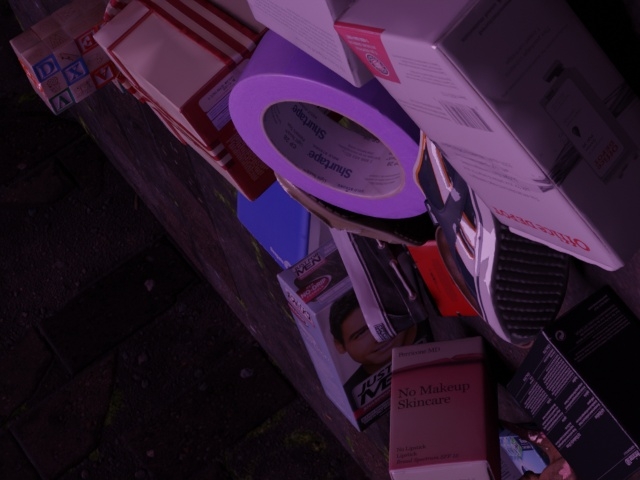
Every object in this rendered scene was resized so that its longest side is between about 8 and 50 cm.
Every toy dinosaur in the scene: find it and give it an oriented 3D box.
[{"bbox_3d":[0.369,0.365,1.835,0.296,0.127,0.200,65,161,7],"label":"toy dinosaur"}]

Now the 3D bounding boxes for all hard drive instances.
[{"bbox_3d":[-0.072,-0.096,2.216,0.210,0.040,0.319,47,150,31],"label":"hard drive"}]

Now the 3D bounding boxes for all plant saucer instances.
[{"bbox_3d":[0.227,0.052,1.710,0.199,0.036,0.198,51,166,18],"label":"plant saucer"}]

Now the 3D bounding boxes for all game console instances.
[{"bbox_3d":[0.179,0.032,1.883,0.124,0.085,0.144,-4,127,38],"label":"game console"}]

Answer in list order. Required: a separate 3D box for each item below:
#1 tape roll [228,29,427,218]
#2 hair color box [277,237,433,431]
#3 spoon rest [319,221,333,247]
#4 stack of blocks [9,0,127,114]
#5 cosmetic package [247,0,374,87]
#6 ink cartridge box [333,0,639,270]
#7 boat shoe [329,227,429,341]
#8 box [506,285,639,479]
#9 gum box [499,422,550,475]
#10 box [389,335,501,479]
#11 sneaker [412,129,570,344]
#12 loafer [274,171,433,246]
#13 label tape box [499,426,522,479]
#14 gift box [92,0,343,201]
[{"bbox_3d":[0.032,-0.141,1.542,0.274,0.090,0.275,23,157,10],"label":"tape roll"},{"bbox_3d":[0.073,0.145,2.167,0.113,0.185,0.374,45,164,37],"label":"hair color box"},{"bbox_3d":[0.000,0.000,2.295,0.137,0.084,0.276,56,168,-5],"label":"spoon rest"},{"bbox_3d":[-0.370,-0.346,2.258,0.087,0.297,0.171,45,163,34],"label":"stack of blocks"},{"bbox_3d":[-0.001,-0.317,1.353,0.224,0.138,0.225,41,160,46],"label":"cosmetic package"},{"bbox_3d":[0.171,-0.123,1.156,0.283,0.117,0.207,46,172,-26],"label":"ink cartridge box"},{"bbox_3d":[0.080,0.002,1.953,0.113,0.105,0.306,56,-168,-53],"label":"boat shoe"},{"bbox_3d":[0.332,0.187,1.529,0.184,0.103,0.261,54,167,16],"label":"box"},{"bbox_3d":[0.363,0.371,2.027,0.184,0.041,0.157,55,168,3],"label":"gum box"},{"bbox_3d":[0.187,0.277,1.941,0.232,0.148,0.127,-86,-18,-44],"label":"box"},{"bbox_3d":[0.188,-0.037,1.431,0.127,0.126,0.321,32,144,49],"label":"sneaker"},{"bbox_3d":[0.033,-0.057,1.749,0.268,0.102,0.092,29,156,-31],"label":"loafer"},{"bbox_3d":[0.307,0.463,2.308,0.249,0.115,0.348,52,165,13],"label":"label tape box"},{"bbox_3d":[-0.128,-0.258,1.729,0.258,0.255,0.276,41,167,40],"label":"gift box"}]
